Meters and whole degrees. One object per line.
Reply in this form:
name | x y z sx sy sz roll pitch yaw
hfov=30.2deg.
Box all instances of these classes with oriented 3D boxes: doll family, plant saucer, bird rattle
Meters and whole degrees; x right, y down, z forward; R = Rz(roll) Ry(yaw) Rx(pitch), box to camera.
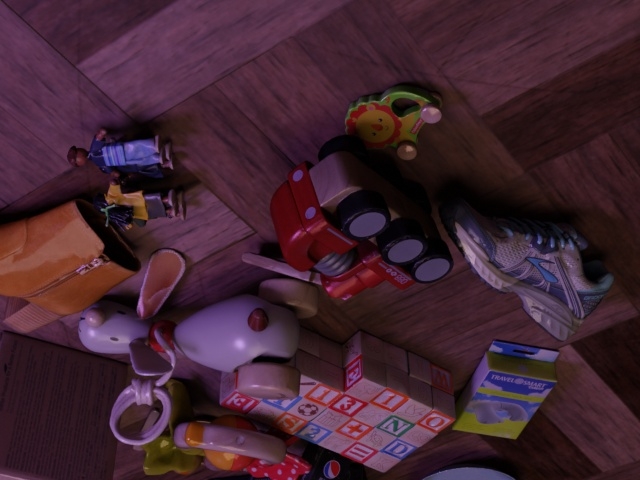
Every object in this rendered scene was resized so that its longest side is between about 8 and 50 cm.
doll family | -0.232 -0.072 1.424 0.111 0.076 0.193 0 131 6
plant saucer | 0.237 0.413 1.951 0.195 0.037 0.195 -1 137 0
bird rattle | -0.129 0.304 1.721 0.253 0.143 0.207 21 166 -9

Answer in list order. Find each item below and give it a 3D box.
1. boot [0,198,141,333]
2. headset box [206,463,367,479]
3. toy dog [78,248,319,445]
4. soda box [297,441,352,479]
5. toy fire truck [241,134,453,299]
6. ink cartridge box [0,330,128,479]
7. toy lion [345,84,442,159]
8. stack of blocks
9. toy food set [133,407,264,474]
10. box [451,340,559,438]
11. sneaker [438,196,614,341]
boot | -0.387 -0.001 1.485 0.211 0.104 0.295 -32 133 23
headset box | -0.029 0.500 1.974 0.283 0.131 0.246 -8 135 8
toy dog | -0.164 0.117 1.539 0.334 0.220 0.161 -16 155 5
soda box | -0.008 0.372 1.823 0.060 0.169 0.053 30 173 -28
toy fire truck | 0.000 0.000 1.441 0.246 0.158 0.217 -34 141 20
ink cartridge box | -0.381 0.261 1.648 0.193 0.234 0.088 18 133 -17
toy lion | 0.080 -0.142 1.380 0.096 0.034 0.100 23 132 -12
stack of blocks | 0.026 0.213 1.705 0.297 0.087 0.171 26 130 -25
toy food set | -0.190 0.327 1.859 0.192 0.038 0.132 14 134 -14
box | 0.273 0.223 1.750 0.109 0.042 0.178 10 136 -11
sneaker | 0.263 0.009 1.504 0.122 0.110 0.283 -45 125 15
